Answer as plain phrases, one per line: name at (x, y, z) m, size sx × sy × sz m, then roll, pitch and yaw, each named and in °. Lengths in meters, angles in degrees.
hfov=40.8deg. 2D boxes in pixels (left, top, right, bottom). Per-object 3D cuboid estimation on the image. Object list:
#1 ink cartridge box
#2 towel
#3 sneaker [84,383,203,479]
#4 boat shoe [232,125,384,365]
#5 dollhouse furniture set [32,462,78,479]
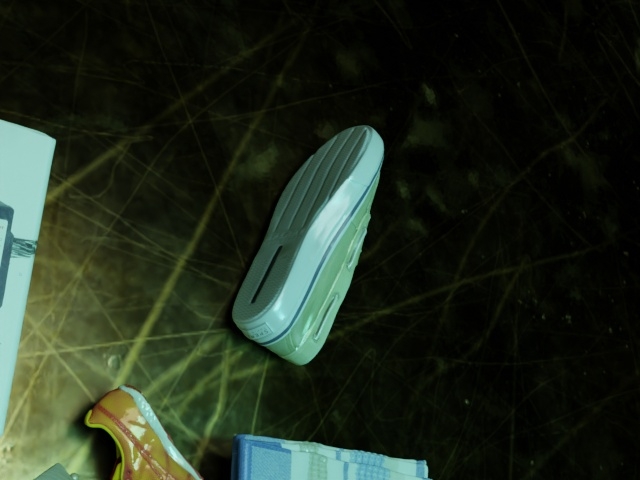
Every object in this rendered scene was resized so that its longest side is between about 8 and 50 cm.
ink cartridge box at (-0.294, 0.039, 0.659) m, size 0.100 × 0.172 × 0.237 m, roll 18°, pitch 60°, yaw -32°
towel at (0.020, 0.311, 0.862) m, size 0.285 × 0.034 × 0.209 m, roll 21°, pitch 58°, yaw -39°
sneaker at (-0.151, 0.215, 0.785) m, size 0.067 × 0.064 × 0.175 m, roll -38°, pitch 92°, yaw -20°
boat shoe at (0.000, 0.000, 0.974) m, size 0.094 × 0.109 × 0.302 m, roll 48°, pitch 56°, yaw -32°
dollhouse furniture set at (-0.161, 0.247, 0.714) m, size 0.151 × 0.144 × 0.123 m, roll 48°, pitch 43°, yaw 7°
